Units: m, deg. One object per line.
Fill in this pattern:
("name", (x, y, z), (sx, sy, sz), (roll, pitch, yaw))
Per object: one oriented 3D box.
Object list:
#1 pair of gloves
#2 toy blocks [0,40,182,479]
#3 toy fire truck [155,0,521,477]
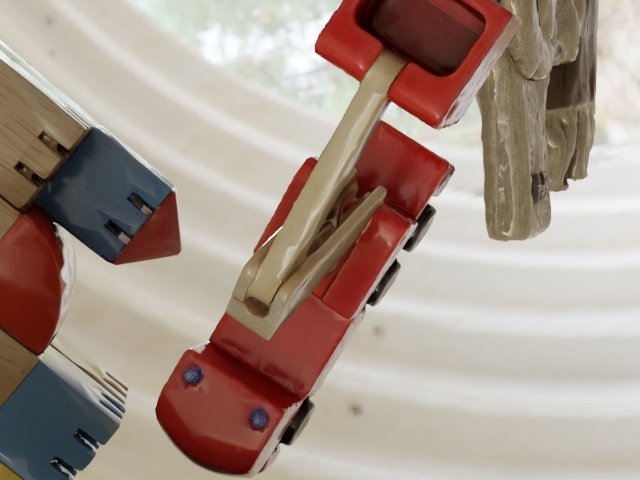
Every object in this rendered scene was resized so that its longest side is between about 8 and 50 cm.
("pair of gloves", (0.101, -0.114, 0.790), (0.240, 0.042, 0.204), (-36, -53, -68))
("toy blocks", (-0.208, 0.046, 0.798), (0.261, 0.381, 0.191), (39, -179, -6))
("toy fire truck", (0.000, 0.000, 0.563), (0.192, 0.047, 0.135), (-58, -9, 6))
